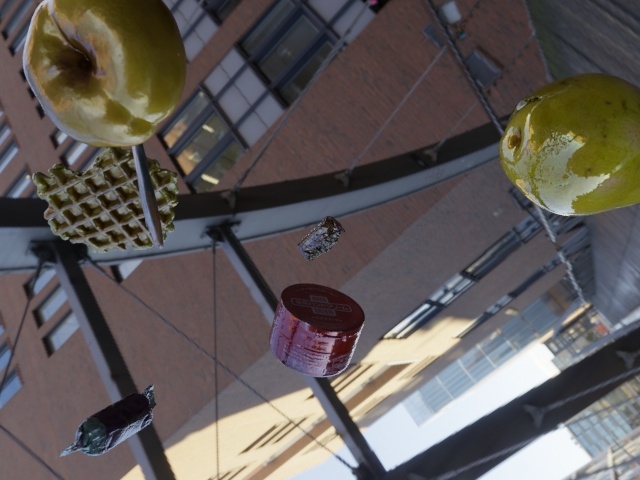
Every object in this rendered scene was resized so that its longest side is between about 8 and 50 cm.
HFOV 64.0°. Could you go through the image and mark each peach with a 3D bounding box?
[{"bbox_3d":[-0.224,-0.185,0.539,0.179,0.179,0.103,49,-159,6],"label":"peach"}]

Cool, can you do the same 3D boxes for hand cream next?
[{"bbox_3d":[-0.010,0.189,1.102,0.193,0.125,0.193,16,-160,-6],"label":"hand cream"}]

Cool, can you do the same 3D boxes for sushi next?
[{"bbox_3d":[0.000,0.000,0.967,0.055,0.120,0.052,42,-154,-11],"label":"sushi"}]

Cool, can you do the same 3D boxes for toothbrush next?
[{"bbox_3d":[-0.307,-0.159,0.857,0.037,0.028,0.375,-5,-111,-35],"label":"toothbrush"}]

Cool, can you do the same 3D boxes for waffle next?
[{"bbox_3d":[-0.467,-0.088,1.148,0.301,0.281,0.058,-4,-144,-10],"label":"waffle"}]

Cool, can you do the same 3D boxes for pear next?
[{"bbox_3d":[0.537,-0.182,1.029,0.336,0.284,0.285,22,-156,-21],"label":"pear"}]

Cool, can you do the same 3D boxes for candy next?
[{"bbox_3d":[-0.247,0.222,0.628,0.043,0.045,0.175,26,-167,14],"label":"candy"}]
